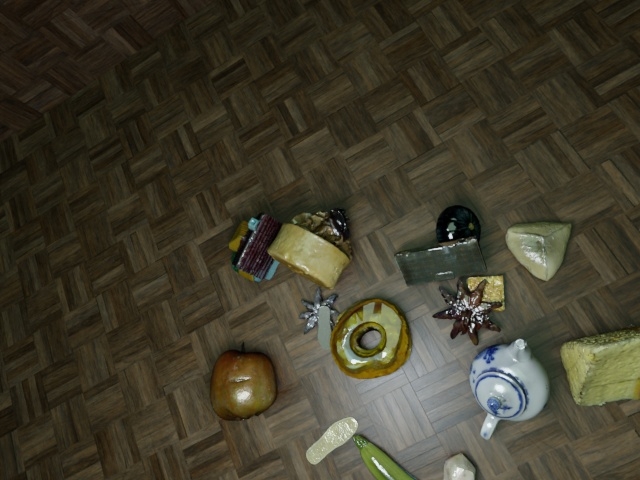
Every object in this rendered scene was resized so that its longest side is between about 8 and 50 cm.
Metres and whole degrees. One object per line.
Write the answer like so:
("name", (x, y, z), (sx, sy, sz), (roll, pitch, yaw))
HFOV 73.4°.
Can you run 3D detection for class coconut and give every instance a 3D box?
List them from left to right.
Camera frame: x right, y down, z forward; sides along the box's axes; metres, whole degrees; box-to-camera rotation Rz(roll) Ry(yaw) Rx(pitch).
("coconut", (0.485, 0.805, 1.491), (0.110, 0.110, 0.125), (2, 81, 16))

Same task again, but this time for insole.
("insole", (0.017, 0.355, 1.741), (0.063, 0.010, 0.192), (-2, 102, 3))
("insole", (0.043, 0.777, 1.675), (0.248, 0.011, 0.081), (-42, 70, 3))

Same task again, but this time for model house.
("model house", (-0.294, 0.019, 1.827), (0.229, 0.249, 0.281), (24, 84, 20))

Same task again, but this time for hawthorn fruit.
("hawthorn fruit", (-0.308, 0.551, 1.700), (0.267, 0.268, 0.301), (-19, 63, 10))

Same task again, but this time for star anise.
("star anise", (-0.010, 0.293, 1.780), (0.204, 0.061, 0.181), (-31, 71, 7))
("star anise", (0.538, 0.262, 1.593), (0.271, 0.102, 0.272), (-1, 89, 28))

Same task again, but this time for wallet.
("wallet", (0.451, 0.081, 1.628), (0.316, 0.169, 0.044), (-14, 30, 27))

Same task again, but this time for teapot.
("teapot", (0.615, 0.486, 1.430), (0.252, 0.280, 0.424), (25, 117, 32))

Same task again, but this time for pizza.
("pizza", (0.644, 0.189, 1.629), (0.134, 0.046, 0.175), (-38, 70, 7))

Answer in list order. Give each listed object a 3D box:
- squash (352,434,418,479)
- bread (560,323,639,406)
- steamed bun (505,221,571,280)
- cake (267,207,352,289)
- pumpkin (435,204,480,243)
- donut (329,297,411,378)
("squash", (0.242, 0.842, 1.565), (0.340, 0.094, 0.095), (36, 88, 18))
("bread", (0.944, 0.417, 1.363), (0.248, 0.315, 0.279), (-13, 84, 14))
("steamed bun", (0.800, 0.014, 1.597), (0.212, 0.110, 0.231), (18, 80, 19))
("cake", (-0.007, -0.005, 1.721), (0.332, 0.332, 0.321), (26, 78, 20))
("pumpkin", (0.530, -0.038, 1.652), (0.150, 0.194, 0.194), (-32, 68, 37))
("donut", (0.192, 0.383, 1.651), (0.329, 0.160, 0.330), (-1, 84, 12))
